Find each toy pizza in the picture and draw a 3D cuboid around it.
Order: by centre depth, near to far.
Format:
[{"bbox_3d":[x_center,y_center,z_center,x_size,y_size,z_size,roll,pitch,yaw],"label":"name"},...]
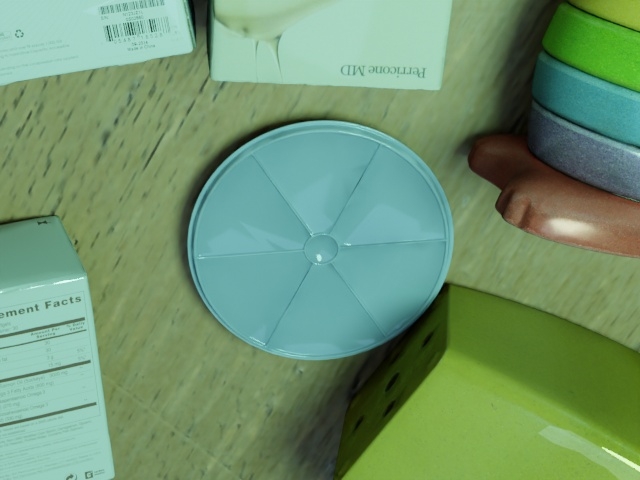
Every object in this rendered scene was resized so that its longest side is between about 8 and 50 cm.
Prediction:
[{"bbox_3d":[0.000,0.000,1.060,0.201,0.032,0.201,-2,116,-4],"label":"toy pizza"}]

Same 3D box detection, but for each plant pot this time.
[{"bbox_3d":[0.128,0.158,1.068,0.187,0.212,0.212,35,110,-6],"label":"plant pot"}]

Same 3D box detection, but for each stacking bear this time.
[{"bbox_3d":[0.228,-0.148,0.941,0.164,0.175,0.289,14,108,-9],"label":"stacking bear"}]

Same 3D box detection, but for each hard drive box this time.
[{"bbox_3d":[-0.188,-0.227,0.894,0.181,0.089,0.232,-9,118,-1],"label":"hard drive box"}]

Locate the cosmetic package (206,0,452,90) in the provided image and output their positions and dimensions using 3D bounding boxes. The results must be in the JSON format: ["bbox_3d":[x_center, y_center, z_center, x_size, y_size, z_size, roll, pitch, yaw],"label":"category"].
[{"bbox_3d":[0.011,-0.260,0.883,0.160,0.113,0.309,1,116,-6],"label":"cosmetic package"}]

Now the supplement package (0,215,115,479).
[{"bbox_3d":[-0.222,0.089,1.033,0.105,0.105,0.179,-11,118,-17],"label":"supplement package"}]
